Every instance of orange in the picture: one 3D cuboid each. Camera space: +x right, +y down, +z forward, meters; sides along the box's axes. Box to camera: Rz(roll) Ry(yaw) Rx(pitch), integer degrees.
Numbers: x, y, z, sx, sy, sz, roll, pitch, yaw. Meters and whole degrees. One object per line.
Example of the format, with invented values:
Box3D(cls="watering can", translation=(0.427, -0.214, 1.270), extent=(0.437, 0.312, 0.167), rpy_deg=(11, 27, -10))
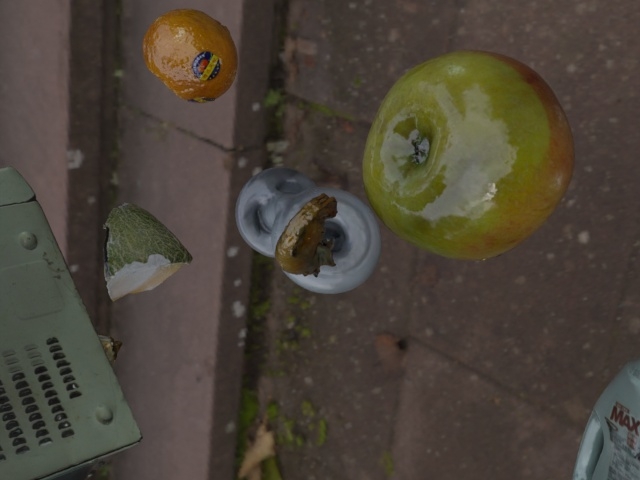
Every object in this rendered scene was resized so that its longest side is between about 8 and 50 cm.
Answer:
Box3D(cls="orange", translation=(-0.232, -0.334, 1.810), extent=(0.178, 0.178, 0.155), rpy_deg=(35, 98, 38))

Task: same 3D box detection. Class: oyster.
Box3D(cls="oyster", translation=(-0.409, 0.208, 1.782), extent=(0.029, 0.132, 0.086), rpy_deg=(-24, 63, 46))

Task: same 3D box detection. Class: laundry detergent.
Box3D(cls="laundry detergent", translation=(0.451, 0.282, 1.365), extent=(0.264, 0.125, 0.397), rpy_deg=(-140, 48, -62))

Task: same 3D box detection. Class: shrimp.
Box3D(cls="shrimp", translation=(-0.001, 0.009, 1.402), extent=(0.117, 0.262, 0.066), rpy_deg=(-41, 78, 0))

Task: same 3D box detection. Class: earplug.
Box3D(cls="earplug", translation=(-0.031, -0.020, 1.958), extent=(0.326, 0.214, 0.175), rpy_deg=(32, 155, 32))

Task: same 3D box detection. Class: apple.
Box3D(cls="apple", translation=(0.162, -0.097, 1.143), extent=(0.261, 0.194, 0.260), rpy_deg=(-12, 75, 51))

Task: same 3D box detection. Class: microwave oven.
Box3D(cls="microwave oven", translation=(-0.403, 0.157, 1.004), extent=(0.394, 0.247, 0.333), rpy_deg=(-36, 77, 40))

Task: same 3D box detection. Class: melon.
Box3D(cls="melon", translation=(-0.265, 0.020, 1.528), extent=(0.202, 0.140, 0.093), rpy_deg=(-89, 10, -51))
